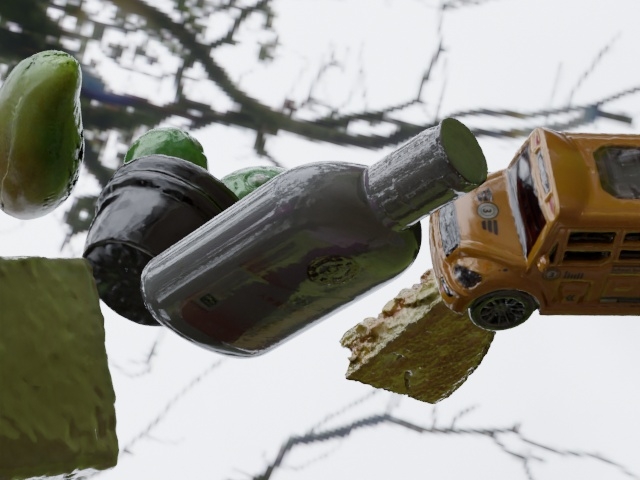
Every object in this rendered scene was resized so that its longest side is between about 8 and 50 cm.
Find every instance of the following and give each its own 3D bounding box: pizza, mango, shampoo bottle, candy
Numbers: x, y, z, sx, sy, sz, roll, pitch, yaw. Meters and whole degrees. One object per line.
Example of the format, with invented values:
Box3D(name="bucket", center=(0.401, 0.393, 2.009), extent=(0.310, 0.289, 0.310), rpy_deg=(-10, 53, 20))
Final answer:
Box3D(name="pizza", center=(0.077, 0.072, 1.140), extent=(0.134, 0.046, 0.175), rpy_deg=(-8, -38, -23))
Box3D(name="mango", center=(-0.323, -0.115, 1.643), extent=(0.111, 0.125, 0.233), rpy_deg=(-21, -30, -43))
Box3D(name="shampoo bottle", center=(0.000, 0.000, 0.622), extent=(0.080, 0.165, 0.040), rpy_deg=(31, -137, -35))
Box3D(name="candy", center=(-0.288, 0.103, 1.020), extent=(0.320, 0.135, 0.179), rpy_deg=(5, -111, -62))

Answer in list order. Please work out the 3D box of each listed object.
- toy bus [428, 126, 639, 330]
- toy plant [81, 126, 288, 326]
Box3D(name="toy bus", center=(0.157, -0.010, 0.747), extent=(0.088, 0.194, 0.083), rpy_deg=(99, 169, -48))
Box3D(name="toy plant", center=(-0.128, -0.019, 1.489), extent=(0.235, 0.218, 0.175), rpy_deg=(-54, -8, -43))
